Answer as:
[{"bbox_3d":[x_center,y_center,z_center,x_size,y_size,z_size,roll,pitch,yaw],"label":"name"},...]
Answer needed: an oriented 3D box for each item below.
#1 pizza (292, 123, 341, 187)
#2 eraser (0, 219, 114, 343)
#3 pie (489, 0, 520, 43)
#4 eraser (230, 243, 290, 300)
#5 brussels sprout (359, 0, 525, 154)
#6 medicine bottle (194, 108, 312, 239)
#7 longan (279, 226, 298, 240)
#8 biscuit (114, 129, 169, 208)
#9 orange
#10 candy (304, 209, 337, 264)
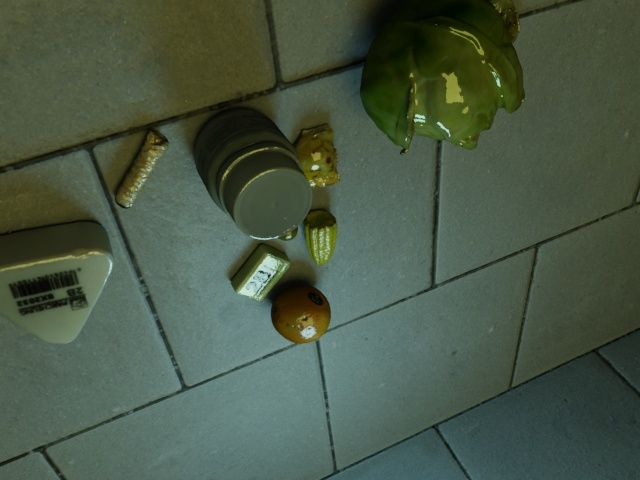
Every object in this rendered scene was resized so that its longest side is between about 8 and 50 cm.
[{"bbox_3d":[-0.035,-0.217,1.690,0.204,0.081,0.188,-15,130,-16],"label":"pizza"},{"bbox_3d":[-0.671,0.081,1.522,0.331,0.150,0.332,-16,130,-20],"label":"eraser"},{"bbox_3d":[0.496,-0.602,1.709,0.186,0.041,0.187,-14,129,-18],"label":"pie"},{"bbox_3d":[-0.186,0.102,1.870,0.117,0.058,0.172,28,108,-41],"label":"eraser"},{"bbox_3d":[0.311,-0.447,1.516,0.425,0.342,0.361,-37,142,-13],"label":"brussels sprout"},{"bbox_3d":[-0.168,-0.167,1.496,0.244,0.306,0.245,-15,131,-18],"label":"medicine bottle"},{"bbox_3d":[-0.106,-0.039,1.802,0.075,0.075,0.083,-30,92,-5],"label":"longan"},{"bbox_3d":[-0.456,-0.175,1.504,0.061,0.055,0.219,27,109,-29],"label":"biscuit"},{"bbox_3d":[-0.064,0.242,1.960,0.205,0.206,0.206,-15,131,-18],"label":"orange"},{"bbox_3d":[0.000,0.000,1.874,0.106,0.094,0.199,-18,139,-17],"label":"candy"}]
